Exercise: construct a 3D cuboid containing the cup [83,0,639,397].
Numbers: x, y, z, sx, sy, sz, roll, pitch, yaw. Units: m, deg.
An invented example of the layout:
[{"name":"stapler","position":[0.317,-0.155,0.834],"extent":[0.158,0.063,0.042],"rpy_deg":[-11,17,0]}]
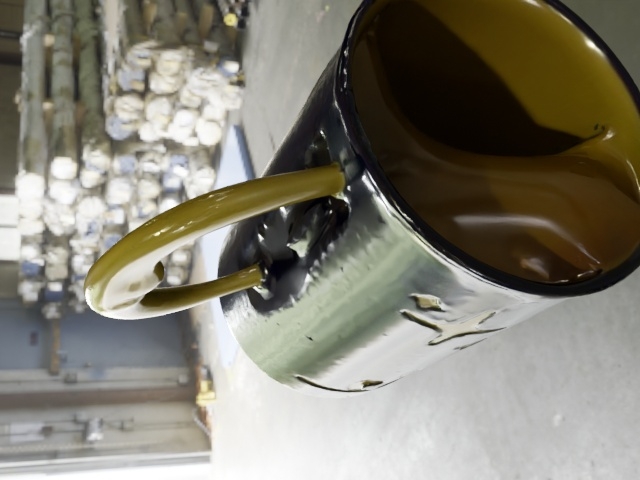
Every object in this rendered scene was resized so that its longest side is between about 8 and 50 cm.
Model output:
[{"name":"cup","position":[0.006,-0.018,0.449],"extent":[0.256,0.255,0.178],"rpy_deg":[134,145,-57]}]
